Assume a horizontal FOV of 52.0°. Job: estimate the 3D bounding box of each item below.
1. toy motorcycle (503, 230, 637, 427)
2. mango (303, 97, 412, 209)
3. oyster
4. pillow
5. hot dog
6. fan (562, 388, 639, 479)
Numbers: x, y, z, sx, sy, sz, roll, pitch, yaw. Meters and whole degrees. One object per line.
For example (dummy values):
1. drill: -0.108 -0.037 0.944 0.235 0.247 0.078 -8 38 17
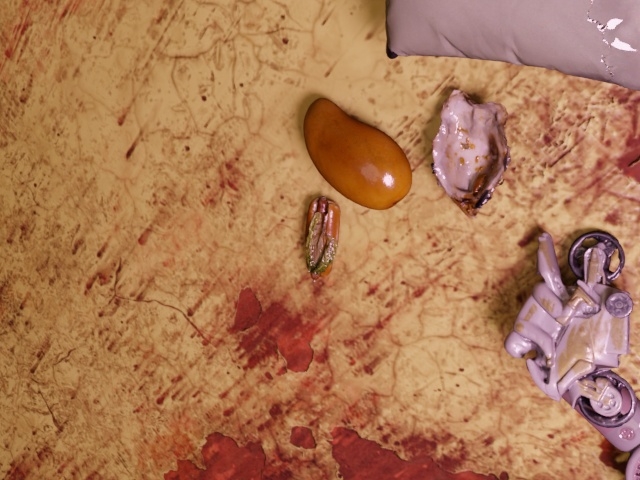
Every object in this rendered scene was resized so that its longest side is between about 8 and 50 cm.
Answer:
1. toy motorcycle: 0.291 0.102 0.773 0.151 0.074 0.229 -6 83 30
2. mango: 0.040 -0.112 0.861 0.184 0.085 0.102 42 121 18
3. oyster: 0.185 -0.102 0.799 0.103 0.051 0.148 21 107 35
4. pillow: 0.176 -0.299 0.600 0.310 0.119 0.312 20 132 35
5. hot dog: 0.000 0.000 0.944 0.056 0.041 0.133 15 113 25
6. fan: 0.388 0.240 0.780 0.244 0.074 0.130 43 121 17
